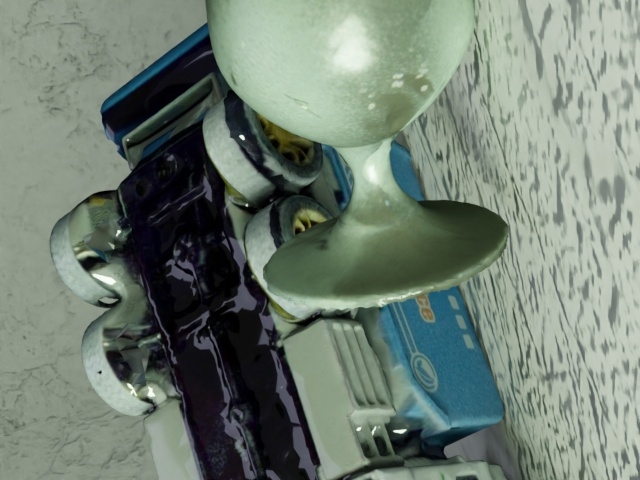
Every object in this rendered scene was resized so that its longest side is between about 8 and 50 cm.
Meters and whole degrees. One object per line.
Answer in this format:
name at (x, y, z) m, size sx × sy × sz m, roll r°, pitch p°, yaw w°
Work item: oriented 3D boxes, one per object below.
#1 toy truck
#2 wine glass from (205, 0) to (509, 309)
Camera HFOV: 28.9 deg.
toy truck at (-0.011, 0.058, 0.625) m, size 0.175 × 0.146 × 0.367 m, roll 10°, pitch -123°, yaw -52°
wine glass at (0.004, -0.098, 0.461) m, size 0.103 × 0.103 × 0.231 m, roll -117°, pitch 14°, yaw -68°
